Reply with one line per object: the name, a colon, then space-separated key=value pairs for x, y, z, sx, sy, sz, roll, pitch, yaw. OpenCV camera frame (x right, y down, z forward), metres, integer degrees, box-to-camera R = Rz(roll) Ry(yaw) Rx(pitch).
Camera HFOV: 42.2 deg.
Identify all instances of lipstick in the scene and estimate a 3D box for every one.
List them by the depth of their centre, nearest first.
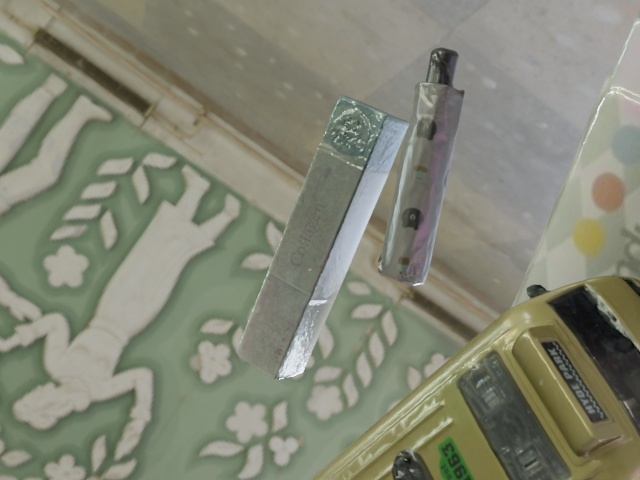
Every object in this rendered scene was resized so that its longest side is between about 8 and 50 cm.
lipstick: x=0.000 y=0.000 z=0.927 sx=0.066 sy=0.317 sz=0.068 roll=28 pitch=-168 yaw=25

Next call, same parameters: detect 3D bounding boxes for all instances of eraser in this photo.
eraser: x=0.279 y=0.011 z=0.756 sx=0.082 sy=0.396 sz=0.213 roll=-8 pitch=-146 yaw=-36

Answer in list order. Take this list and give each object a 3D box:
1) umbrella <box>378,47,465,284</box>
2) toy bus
umbrella: x=0.147 y=-0.104 z=1.182 sx=0.073 sy=0.337 sz=0.067 roll=17 pitch=-172 yaw=41
toy bus: x=0.144 y=0.192 z=0.689 sx=0.202 sy=0.365 sz=0.177 roll=2 pitch=-131 yaw=-43
